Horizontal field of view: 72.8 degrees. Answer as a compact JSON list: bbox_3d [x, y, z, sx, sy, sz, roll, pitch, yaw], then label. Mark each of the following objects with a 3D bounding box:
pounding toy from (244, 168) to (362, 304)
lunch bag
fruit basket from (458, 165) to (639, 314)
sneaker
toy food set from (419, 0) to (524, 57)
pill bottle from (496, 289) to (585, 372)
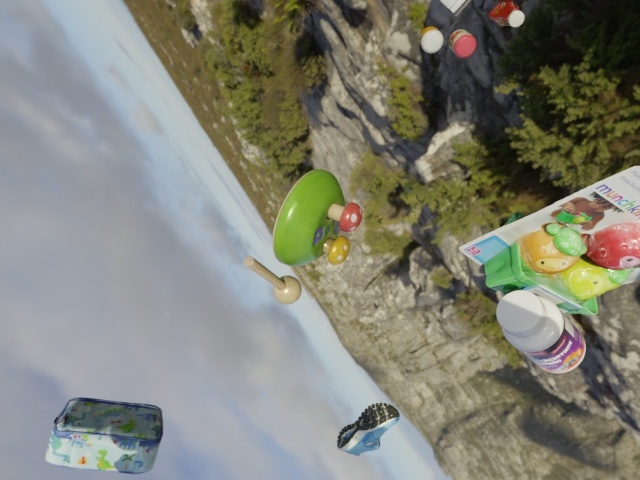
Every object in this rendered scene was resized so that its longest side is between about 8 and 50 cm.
[{"bbox_3d":[0.000,0.000,0.749,0.110,0.237,0.183,25,161,23],"label":"pounding toy"},{"bbox_3d":[-0.458,0.415,0.942,0.218,0.090,0.176,15,180,-17],"label":"lunch bag"},{"bbox_3d":[0.503,0.029,0.812,0.326,0.166,0.353,25,152,-22],"label":"fruit basket"},{"bbox_3d":[0.113,0.417,0.952,0.073,0.162,0.063,41,-158,-18],"label":"sneaker"},{"bbox_3d":[0.274,-0.394,0.721,0.111,0.232,0.105,35,-150,-20],"label":"toy food set"},{"bbox_3d":[0.411,0.169,0.818,0.193,0.108,0.108,36,-174,-34],"label":"pill bottle"}]
